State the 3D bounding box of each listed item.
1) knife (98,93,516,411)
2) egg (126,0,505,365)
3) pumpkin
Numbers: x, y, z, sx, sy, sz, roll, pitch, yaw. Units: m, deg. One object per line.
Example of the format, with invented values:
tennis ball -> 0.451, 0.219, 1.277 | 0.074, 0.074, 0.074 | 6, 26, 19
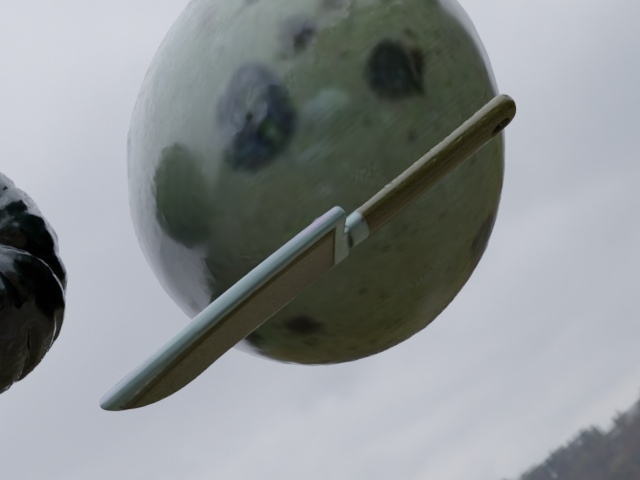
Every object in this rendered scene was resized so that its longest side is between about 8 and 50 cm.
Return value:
knife -> 0.000, -0.001, 0.802 | 0.343, 0.027, 0.061 | -39, -21, -19
egg -> -0.004, -0.076, 1.165 | 0.345, 0.345, 0.428 | -31, -26, -24
pumpkin -> -0.319, 0.033, 1.070 | 0.220, 0.220, 0.162 | -20, -22, -43
